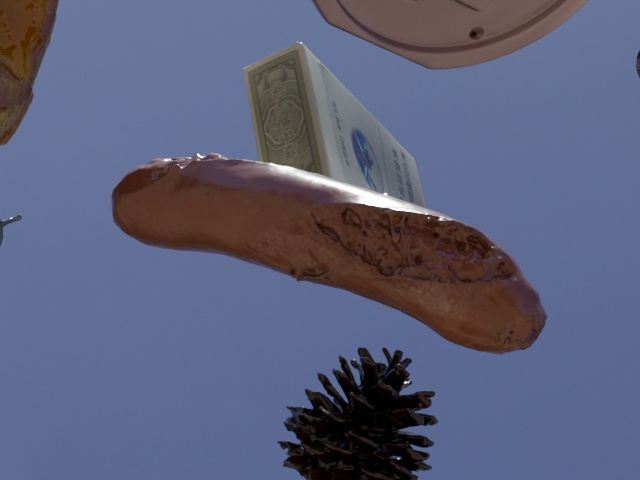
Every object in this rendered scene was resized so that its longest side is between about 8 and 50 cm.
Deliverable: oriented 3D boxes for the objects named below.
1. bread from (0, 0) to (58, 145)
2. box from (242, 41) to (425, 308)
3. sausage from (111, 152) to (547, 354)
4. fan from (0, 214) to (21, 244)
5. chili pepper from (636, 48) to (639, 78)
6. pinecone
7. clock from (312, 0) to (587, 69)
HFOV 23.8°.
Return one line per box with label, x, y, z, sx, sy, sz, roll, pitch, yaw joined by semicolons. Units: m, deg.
bread;-0.300;-0.181;1.090;0.099;0.235;0.210;20;-84;56
box;0.025;-0.057;1.478;0.069;0.164;0.256;-23;-33;19
sausage;-0.001;-0.002;1.000;0.327;0.079;0.087;16;-47;31
fan;-0.365;-0.016;1.700;0.004;0.083;0.056;3;-71;35
chili pepper;0.187;-0.053;0.658;0.070;0.073;0.123;-30;-98;12
pinecone;0.047;0.188;1.549;0.163;0.165;0.163;24;-11;5
clock;0.076;-0.193;0.844;0.197;0.068;0.197;-10;-46;-10
